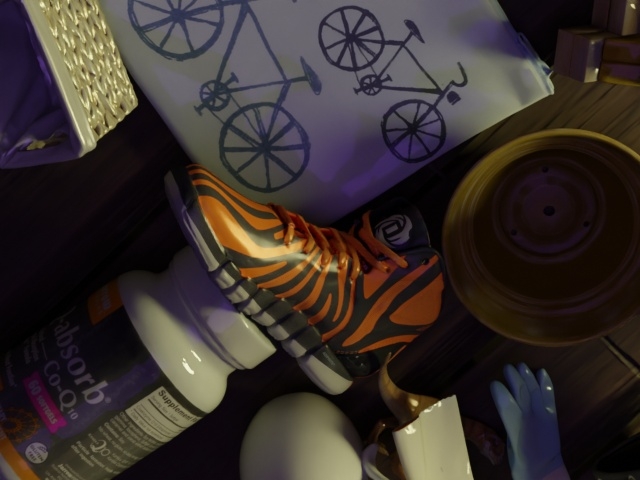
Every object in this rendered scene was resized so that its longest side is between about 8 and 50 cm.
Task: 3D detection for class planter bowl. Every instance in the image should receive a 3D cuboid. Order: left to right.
[{"bbox_3d":[0.221,-0.016,1.708,0.217,0.090,0.217,0,111,1],"label":"planter bowl"}]

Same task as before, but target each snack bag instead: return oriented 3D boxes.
[{"bbox_3d":[-0.002,-0.188,1.674,0.342,0.037,0.323,-31,108,12],"label":"snack bag"}]

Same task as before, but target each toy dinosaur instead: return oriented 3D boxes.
[{"bbox_3d":[0.094,0.175,1.796,0.211,0.064,0.112,31,108,-36],"label":"toy dinosaur"}]

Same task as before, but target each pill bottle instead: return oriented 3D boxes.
[{"bbox_3d":[-0.190,0.127,1.724,0.278,0.162,0.162,-35,107,7],"label":"pill bottle"}]

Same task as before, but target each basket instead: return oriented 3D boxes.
[{"bbox_3d":[-0.255,-0.163,1.634,0.113,0.103,0.167,-7,113,34],"label":"basket"}]

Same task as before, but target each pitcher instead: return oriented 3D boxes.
[{"bbox_3d":[0.013,0.245,1.741,0.177,0.207,0.125,-19,138,7],"label":"pitcher"}]

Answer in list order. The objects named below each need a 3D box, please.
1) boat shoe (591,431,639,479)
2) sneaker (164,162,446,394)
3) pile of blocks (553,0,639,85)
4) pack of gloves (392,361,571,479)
[{"bbox_3d":[0.377,0.195,1.728,0.091,0.109,0.305,41,139,-5],"label":"boat shoe"},{"bbox_3d":[0.000,0.000,1.675,0.180,0.124,0.321,-34,134,11],"label":"sneaker"},{"bbox_3d":[0.397,-0.183,1.611,0.362,0.149,0.113,4,111,0],"label":"pile of blocks"},{"bbox_3d":[0.185,0.247,1.779,0.195,0.046,0.232,-28,112,-28],"label":"pack of gloves"}]
